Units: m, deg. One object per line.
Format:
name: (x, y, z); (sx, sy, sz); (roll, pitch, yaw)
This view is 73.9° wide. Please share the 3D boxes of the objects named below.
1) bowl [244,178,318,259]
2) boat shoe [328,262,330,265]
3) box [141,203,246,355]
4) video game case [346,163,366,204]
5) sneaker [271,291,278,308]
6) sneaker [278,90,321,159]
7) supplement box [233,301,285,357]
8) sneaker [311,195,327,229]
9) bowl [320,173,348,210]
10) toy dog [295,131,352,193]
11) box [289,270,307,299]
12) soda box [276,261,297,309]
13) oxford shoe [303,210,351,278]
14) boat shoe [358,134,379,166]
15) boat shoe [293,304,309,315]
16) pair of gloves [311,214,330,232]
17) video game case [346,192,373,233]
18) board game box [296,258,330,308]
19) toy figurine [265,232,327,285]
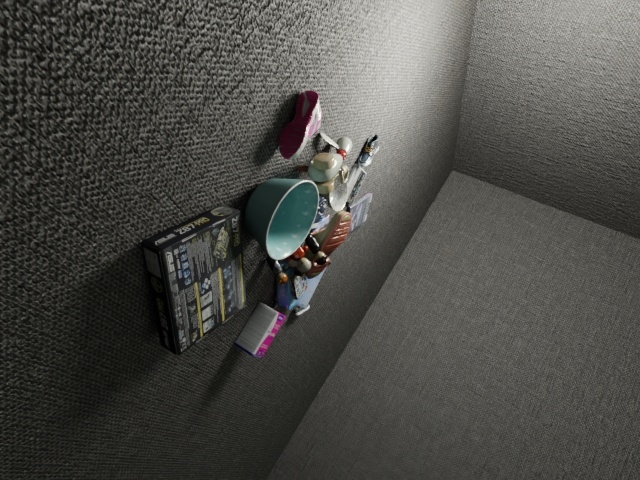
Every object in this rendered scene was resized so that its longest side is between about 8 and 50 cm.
bowl: (-0.159, -0.101, 1.549); (0.311, 0.163, 0.311); (-48, 153, -34)
boat shoe: (-0.043, 0.185, 2.208); (0.254, 0.079, 0.095); (-48, 154, -31)
box: (-0.380, 0.121, 1.354); (0.318, 0.097, 0.394); (-35, 136, -45)
video game case: (0.172, -0.292, 2.228); (0.190, 0.022, 0.173); (-65, 157, 3)
sneaker: (-0.196, 0.285, 2.042); (0.098, 0.038, 0.069); (-60, 156, -6)
sneaker: (-0.058, -0.397, 1.522); (0.252, 0.103, 0.111); (-63, 156, 0)
supplement box: (-0.271, 0.404, 1.920); (0.219, 0.114, 0.111); (-61, 156, -10)
sneaker: (-0.061, -0.120, 1.814); (0.153, 0.099, 0.282); (-65, 164, 18)
bowl: (0.052, -0.222, 1.950); (0.170, 0.080, 0.170); (-24, 119, -55)
toy dog: (0.012, -0.326, 1.745); (0.334, 0.161, 0.220); (-43, 145, -65)
box: (-0.101, 0.192, 1.950); (0.094, 0.027, 0.136); (-49, 143, -43)
soda box: (-0.155, 0.210, 1.965); (0.071, 0.067, 0.209); (-36, 134, -49)
oxford shoe: (0.000, 0.000, 1.929); (0.141, 0.146, 0.396); (-10, 142, -49)
boat shoe: (0.242, -0.457, 2.152); (0.183, 0.065, 0.083); (-57, 156, -31)
boat shoe: (-0.103, 0.369, 2.325); (0.142, 0.049, 0.040); (-27, 100, -62)
pair of gloves: (-0.003, -0.045, 2.121); (0.159, 0.023, 0.198); (-36, 146, -48)
video game case: (0.213, -0.151, 2.462); (0.274, 0.026, 0.195); (-33, 143, -49)
board game box: (-0.073, 0.192, 2.120); (0.145, 0.027, 0.281); (26, 91, -31)
toy figurine: (-0.100, 0.084, 1.795); (0.210, 0.148, 0.213); (-36, 173, 30)
